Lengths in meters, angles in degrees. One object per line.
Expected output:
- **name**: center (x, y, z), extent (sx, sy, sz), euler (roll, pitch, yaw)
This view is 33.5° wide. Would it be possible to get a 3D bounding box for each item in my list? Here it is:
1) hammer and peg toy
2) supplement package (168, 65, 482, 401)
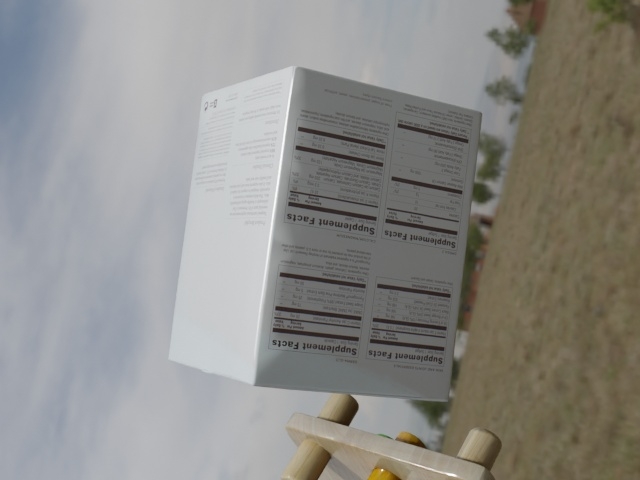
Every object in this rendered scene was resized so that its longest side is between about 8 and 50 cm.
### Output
- **hammer and peg toy**: center (0.132, 0.332, 1.207), extent (0.127, 0.266, 0.361), euler (-56, -45, -29)
- **supplement package**: center (0.000, 0.000, 0.978), extent (0.199, 0.198, 0.262), euler (0, 82, 62)
